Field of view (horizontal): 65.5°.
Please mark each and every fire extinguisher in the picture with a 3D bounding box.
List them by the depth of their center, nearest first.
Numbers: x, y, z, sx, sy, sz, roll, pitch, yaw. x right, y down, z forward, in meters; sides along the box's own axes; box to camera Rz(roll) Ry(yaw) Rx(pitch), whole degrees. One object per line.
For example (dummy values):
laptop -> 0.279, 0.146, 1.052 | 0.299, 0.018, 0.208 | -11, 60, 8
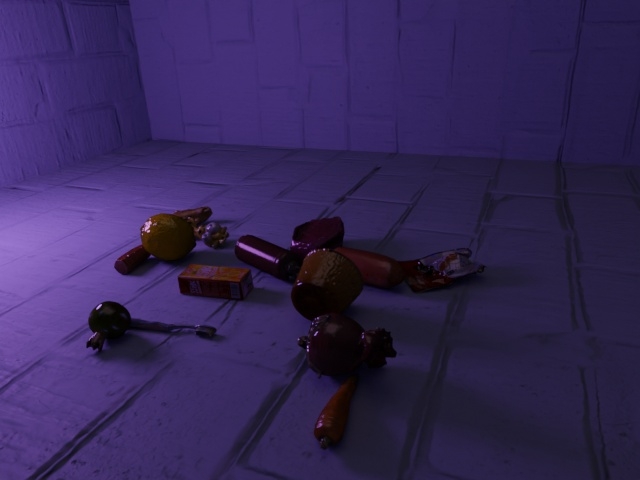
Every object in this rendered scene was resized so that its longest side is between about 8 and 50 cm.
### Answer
fire extinguisher -> -0.144, 0.071, 1.728 | 0.337, 0.107, 0.147 | 21, 8, 41

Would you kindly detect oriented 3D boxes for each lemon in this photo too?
lemon -> -0.566, -0.015, 1.848 | 0.193, 0.180, 0.180 | 41, 30, 0

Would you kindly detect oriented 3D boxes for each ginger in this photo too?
ginger -> -0.581, -0.099, 2.182 | 0.205, 0.081, 0.115 | -22, 16, -26

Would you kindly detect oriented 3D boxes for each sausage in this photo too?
sausage -> 0.155, 0.089, 1.633 | 0.259, 0.114, 0.113 | 12, 27, 33
sausage -> -0.682, 0.061, 1.832 | 0.065, 0.065, 0.169 | 5, 24, 16

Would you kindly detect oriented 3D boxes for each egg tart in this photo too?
egg tart -> 0.009, 0.137, 1.437 | 0.202, 0.203, 0.147 | 9, 34, 25

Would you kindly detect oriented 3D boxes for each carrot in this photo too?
carrot -> 0.045, 0.355, 1.086 | 0.061, 0.061, 0.257 | 6, 22, 18

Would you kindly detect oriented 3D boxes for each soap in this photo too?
soap -> 0.000, 0.000, 1.858 | 0.182, 0.112, 0.289 | 15, 27, 30

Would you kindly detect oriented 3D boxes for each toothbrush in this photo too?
toothbrush -> -0.475, 0.244, 1.430 | 0.375, 0.028, 0.037 | 4, 31, 13

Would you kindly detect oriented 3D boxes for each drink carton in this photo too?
drink carton -> -0.341, 0.133, 1.623 | 0.222, 0.071, 0.096 | 3, 24, 15

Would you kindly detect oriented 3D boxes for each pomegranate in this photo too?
pomegranate -> -0.591, 0.237, 1.373 | 0.114, 0.115, 0.142 | 5, 49, 16

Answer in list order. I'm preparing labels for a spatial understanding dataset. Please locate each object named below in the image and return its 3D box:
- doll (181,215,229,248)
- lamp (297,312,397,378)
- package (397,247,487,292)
doll -> -0.496, -0.035, 2.018 | 0.291, 0.086, 0.117 | 14, 68, 30
lamp -> 0.054, 0.242, 1.191 | 0.223, 0.151, 0.215 | -12, -17, -1
package -> 0.405, 0.094, 1.663 | 0.269, 0.071, 0.194 | -19, 23, -5
